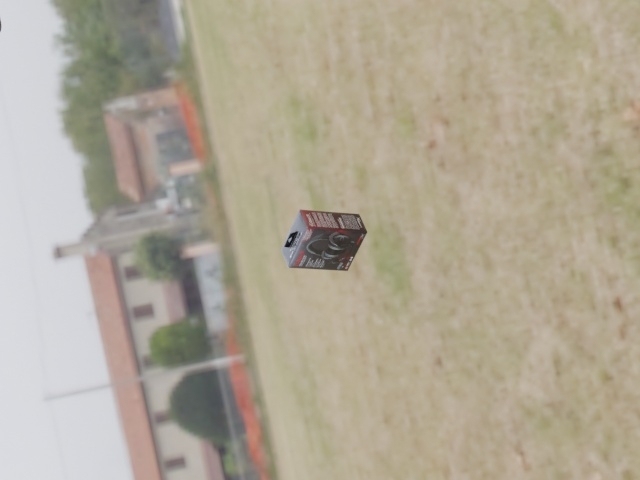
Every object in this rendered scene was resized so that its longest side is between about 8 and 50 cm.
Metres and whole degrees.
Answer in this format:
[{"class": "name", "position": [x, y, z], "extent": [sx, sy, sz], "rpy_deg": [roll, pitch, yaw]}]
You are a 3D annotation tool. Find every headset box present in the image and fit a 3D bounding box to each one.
[{"class": "headset box", "position": [0.000, 0.000, 1.454], "extent": [0.062, 0.083, 0.032], "rpy_deg": [-64, 35, 36]}]
